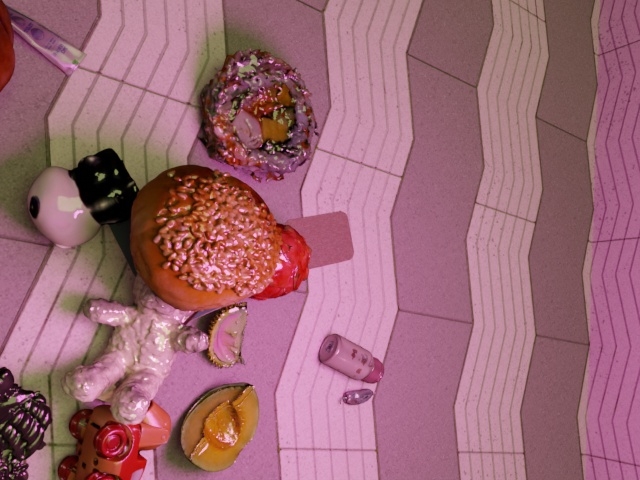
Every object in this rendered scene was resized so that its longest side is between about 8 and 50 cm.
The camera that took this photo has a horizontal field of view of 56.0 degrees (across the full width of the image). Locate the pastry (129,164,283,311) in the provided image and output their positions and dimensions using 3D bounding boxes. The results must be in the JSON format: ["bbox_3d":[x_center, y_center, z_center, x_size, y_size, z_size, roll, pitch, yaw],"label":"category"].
[{"bbox_3d":[-0.272,-0.012,1.496,0.410,0.245,0.409,21,56,-35],"label":"pastry"}]

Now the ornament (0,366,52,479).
[{"bbox_3d":[-0.756,0.467,1.433,0.251,0.106,0.260,-47,115,-26],"label":"ornament"}]

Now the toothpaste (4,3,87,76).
[{"bbox_3d":[-0.764,-0.553,1.567,0.301,0.048,0.075,37,55,-28],"label":"toothpaste"}]

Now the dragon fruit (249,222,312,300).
[{"bbox_3d":[-0.145,0.064,1.812,0.252,0.241,0.240,-29,102,-11],"label":"dragon fruit"}]

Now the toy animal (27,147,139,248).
[{"bbox_3d":[-0.601,-0.109,1.535,0.267,0.212,0.212,-25,100,-11],"label":"toy animal"}]

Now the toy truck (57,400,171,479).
[{"bbox_3d":[-0.507,0.538,1.539,0.239,0.189,0.264,19,82,-47],"label":"toy truck"}]

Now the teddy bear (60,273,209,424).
[{"bbox_3d":[-0.432,0.194,1.523,0.328,0.375,0.362,25,107,2],"label":"teddy bear"}]

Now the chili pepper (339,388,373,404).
[{"bbox_3d":[0.130,0.533,2.052,0.153,0.041,0.050,4,125,-34],"label":"chili pepper"}]

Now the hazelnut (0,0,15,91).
[{"bbox_3d":[-0.878,-0.427,1.317,0.409,0.359,0.359,-41,107,-21],"label":"hazelnut"}]

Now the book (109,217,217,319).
[{"bbox_3d":[-0.402,0.040,1.678,0.264,0.031,0.379,-23,98,-3],"label":"book"}]

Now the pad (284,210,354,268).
[{"bbox_3d":[0.000,0.000,2.047,0.266,0.002,0.176,-11,91,-35],"label":"pad"}]

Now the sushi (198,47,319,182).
[{"bbox_3d":[-0.176,-0.377,1.866,0.418,0.176,0.417,4,82,-34],"label":"sushi"}]

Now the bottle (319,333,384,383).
[{"bbox_3d":[0.113,0.404,2.014,0.233,0.110,0.109,32,68,-28],"label":"bottle"}]

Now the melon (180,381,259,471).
[{"bbox_3d":[-0.290,0.539,1.728,0.265,0.129,0.169,-48,133,-32],"label":"melon"}]

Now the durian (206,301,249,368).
[{"bbox_3d":[-0.280,0.275,1.770,0.137,0.095,0.220,-5,110,-25],"label":"durian"}]
